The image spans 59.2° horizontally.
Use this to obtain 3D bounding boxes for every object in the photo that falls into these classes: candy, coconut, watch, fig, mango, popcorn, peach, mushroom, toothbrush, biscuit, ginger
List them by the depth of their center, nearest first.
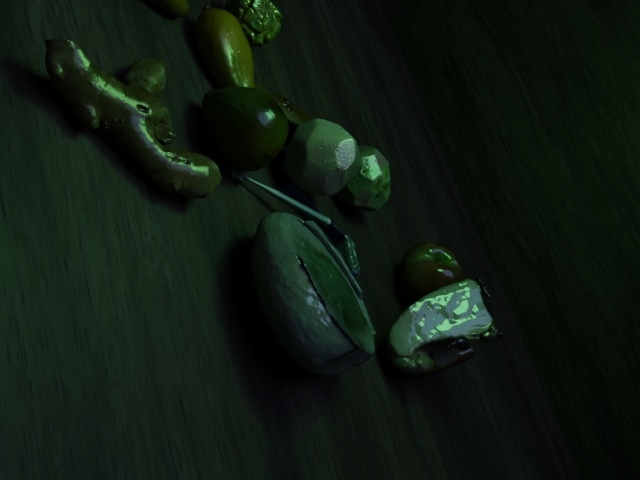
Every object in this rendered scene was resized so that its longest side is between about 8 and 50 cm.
[{"bbox_3d":[-0.389,-0.243,1.174,0.348,0.122,0.362,-15,85,-60],"label":"ginger"},{"bbox_3d":[-0.031,0.125,1.363,0.426,0.186,0.386,65,19,8],"label":"candy"},{"bbox_3d":[-0.190,-0.301,1.452,0.207,0.207,0.230,9,50,-58],"label":"fig"},{"bbox_3d":[-0.423,-0.668,1.507,0.184,0.085,0.102,47,26,-49],"label":"mango"},{"bbox_3d":[-0.105,-0.116,1.550,0.342,0.025,0.030,26,50,-32],"label":"toothbrush"},{"bbox_3d":[-0.268,-0.535,1.629,0.176,0.119,0.316,-20,93,-65],"label":"mango"},{"bbox_3d":[0.001,-0.009,1.688,0.275,0.068,0.276,15,53,-49],"label":"watch"},{"bbox_3d":[0.012,-0.239,1.694,0.231,0.227,0.227,19,39,-5],"label":"coconut"},{"bbox_3d":[-0.098,-0.413,1.800,0.325,0.044,0.217,18,28,-54],"label":"biscuit"},{"bbox_3d":[-0.218,-0.718,1.814,0.185,0.167,0.187,-11,73,-63],"label":"popcorn"},{"bbox_3d":[0.349,0.321,1.847,0.398,0.313,0.224,-18,67,-25],"label":"mushroom"},{"bbox_3d":[0.144,-0.219,1.963,0.205,0.235,0.236,38,11,36],"label":"coconut"},{"bbox_3d":[0.398,0.139,2.061,0.252,0.252,0.252,41,34,-36],"label":"peach"}]
